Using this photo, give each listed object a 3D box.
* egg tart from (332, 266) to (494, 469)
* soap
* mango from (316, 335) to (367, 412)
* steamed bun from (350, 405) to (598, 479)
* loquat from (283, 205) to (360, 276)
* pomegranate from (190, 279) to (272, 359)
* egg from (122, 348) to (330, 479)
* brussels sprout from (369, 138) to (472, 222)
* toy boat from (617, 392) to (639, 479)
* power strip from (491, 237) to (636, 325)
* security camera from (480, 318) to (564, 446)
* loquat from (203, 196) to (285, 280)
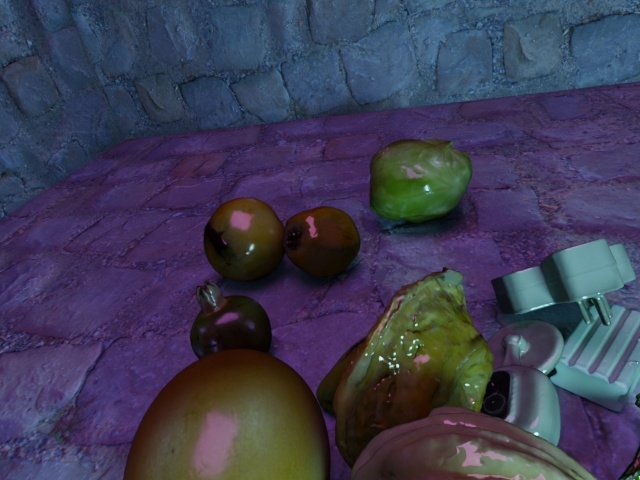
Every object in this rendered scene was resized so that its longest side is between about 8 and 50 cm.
[{"bbox_3d":[0.158,0.213,0.675,0.341,0.340,0.129,-33,36,-31],"label":"egg tart"},{"bbox_3d":[0.520,0.200,0.816,0.198,0.066,0.119,-34,37,-32],"label":"soap"},{"bbox_3d":[0.096,0.248,0.852,0.233,0.111,0.125,-24,20,3],"label":"mango"},{"bbox_3d":[0.201,0.337,0.450,0.231,0.324,0.372,-31,13,-26],"label":"steamed bun"},{"bbox_3d":[0.000,0.000,1.200,0.235,0.176,0.187,-8,51,-36],"label":"loquat"},{"bbox_3d":[-0.201,0.178,0.967,0.180,0.209,0.180,-19,18,6],"label":"pomegranate"},{"bbox_3d":[-0.127,0.322,0.638,0.283,0.282,0.351,-9,32,6],"label":"egg"},{"bbox_3d":[0.286,-0.176,1.347,0.329,0.246,0.327,5,31,-3],"label":"brussels sprout"},{"bbox_3d":[0.449,0.314,0.637,0.230,0.088,0.088,-35,52,-27],"label":"toy boat"},{"bbox_3d":[0.477,0.091,0.857,0.230,0.141,0.261,-18,-12,7],"label":"power strip"},{"bbox_3d":[0.331,0.232,0.776,0.157,0.080,0.301,-29,17,39],"label":"security camera"},{"bbox_3d":[-0.206,0.000,1.242,0.235,0.234,0.235,-9,32,5],"label":"loquat"}]
